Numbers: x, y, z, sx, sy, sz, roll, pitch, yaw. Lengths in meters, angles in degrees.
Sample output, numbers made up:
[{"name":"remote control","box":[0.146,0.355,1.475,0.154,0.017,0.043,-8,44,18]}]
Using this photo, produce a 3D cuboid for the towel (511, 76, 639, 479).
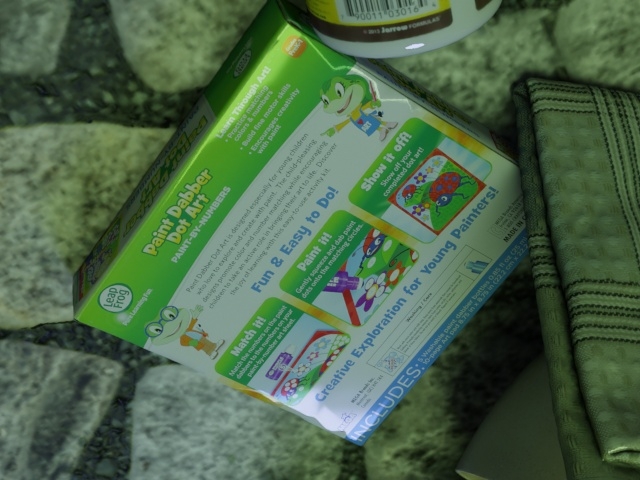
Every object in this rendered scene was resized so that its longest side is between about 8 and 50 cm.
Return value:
[{"name":"towel","box":[0.280,0.042,0.778,0.312,0.324,0.056,10,145,-18]}]

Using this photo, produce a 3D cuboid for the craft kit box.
[{"name":"craft kit box","box":[0.000,0.000,0.837,0.246,0.061,0.250,28,112,-29]}]

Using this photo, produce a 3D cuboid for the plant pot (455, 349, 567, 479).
[{"name":"plant pot","box":[0.264,0.140,0.885,0.284,0.284,0.191,31,78,-28]}]

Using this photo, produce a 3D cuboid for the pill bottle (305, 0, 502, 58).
[{"name":"pill bottle","box":[0.030,-0.217,0.668,0.117,0.117,0.215,-16,124,-2]}]
